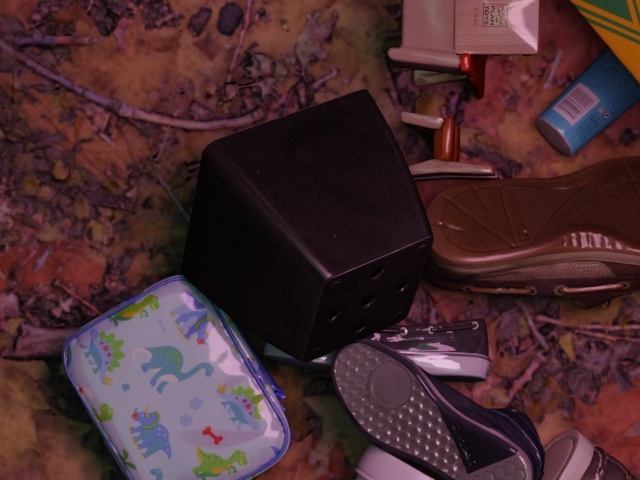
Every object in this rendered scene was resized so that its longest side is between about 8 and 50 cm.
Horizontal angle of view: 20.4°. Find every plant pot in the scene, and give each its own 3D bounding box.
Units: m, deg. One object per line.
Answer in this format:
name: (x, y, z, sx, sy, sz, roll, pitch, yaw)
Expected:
plant pot: (0.000, 0.000, 1.667, 0.188, 0.187, 0.167, -22, 58, -30)

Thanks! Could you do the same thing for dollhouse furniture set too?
dollhouse furniture set: (0.145, -0.191, 1.699, 0.135, 0.259, 0.262, 1, 88, 9)

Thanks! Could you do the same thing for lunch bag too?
lunch bag: (-0.137, 0.153, 1.757, 0.176, 0.090, 0.219, -31, 87, -2)

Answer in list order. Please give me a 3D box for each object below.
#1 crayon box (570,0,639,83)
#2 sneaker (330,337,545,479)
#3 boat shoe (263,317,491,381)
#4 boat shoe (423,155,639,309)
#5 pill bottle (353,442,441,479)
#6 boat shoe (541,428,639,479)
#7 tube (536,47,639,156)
crayon box: (0.332, -0.234, 1.637, 0.202, 0.081, 0.318, -24, 71, -43)
sneaker: (0.119, 0.174, 1.726, 0.226, 0.163, 0.086, 37, 100, 15)
boat shoe: (0.059, 0.095, 1.772, 0.228, 0.080, 0.076, 4, 79, -1)
boat shoe: (0.268, 0.004, 1.765, 0.342, 0.123, 0.123, -6, 58, -6)
pill bottle: (0.022, 0.364, 1.702, 0.181, 0.181, 0.323, 29, 86, 1)
boat shoe: (0.196, 0.345, 1.740, 0.096, 0.116, 0.324, 35, 83, -12)
tube: (0.311, -0.171, 1.807, 0.207, 0.052, 0.080, -41, 93, -8)
